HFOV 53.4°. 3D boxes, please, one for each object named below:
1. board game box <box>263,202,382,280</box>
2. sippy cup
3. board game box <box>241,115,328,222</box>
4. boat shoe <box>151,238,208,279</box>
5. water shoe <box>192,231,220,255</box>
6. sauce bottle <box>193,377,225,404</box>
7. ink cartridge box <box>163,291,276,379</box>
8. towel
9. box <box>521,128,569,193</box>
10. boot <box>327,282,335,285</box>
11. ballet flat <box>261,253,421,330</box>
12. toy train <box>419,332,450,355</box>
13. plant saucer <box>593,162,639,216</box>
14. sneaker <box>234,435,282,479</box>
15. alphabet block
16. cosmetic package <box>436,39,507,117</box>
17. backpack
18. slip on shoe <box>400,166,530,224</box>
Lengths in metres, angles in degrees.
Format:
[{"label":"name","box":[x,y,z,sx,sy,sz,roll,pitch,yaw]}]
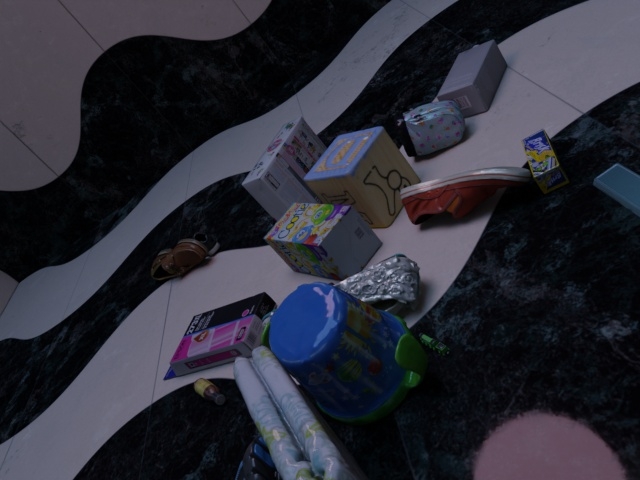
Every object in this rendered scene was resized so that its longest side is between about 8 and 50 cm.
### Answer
[{"label":"board game box","box":[0.000,0.000,1.668,0.142,0.144,0.275,-51,28,-19]},{"label":"sippy cup","box":[0.029,0.195,1.185,0.306,0.224,0.240,-32,43,18]},{"label":"board game box","box":[-0.081,-0.207,2.005,0.098,0.224,0.303,-16,35,44]},{"label":"boat shoe","box":[-0.501,0.081,2.254,0.307,0.111,0.104,-23,34,50]},{"label":"water shoe","box":[-0.424,-0.003,2.293,0.073,0.080,0.203,-48,28,-17]},{"label":"sauce bottle","box":[-0.271,0.372,1.561,0.042,0.042,0.128,-49,26,-17]},{"label":"ink cartridge box","box":[-0.294,0.265,1.740,0.371,0.069,0.175,-23,31,35]},{"label":"towel","box":[0.010,0.346,0.927,0.090,0.320,0.374,-37,26,-8]},{"label":"box","box":[0.491,-0.176,1.400,0.059,0.054,0.168,-28,29,24]},{"label":"boot","box":[0.047,0.118,1.551,0.106,0.037,0.114,-41,22,-7]},{"label":"ballet flat","box":[0.039,0.163,1.397,0.409,0.147,0.147,-28,29,24]},{"label":"toy train","box":[0.216,0.197,1.217,0.017,0.023,0.083,-46,27,-11]},{"label":"plant saucer","box":[0.586,-0.095,1.194,0.067,0.018,0.192,-36,26,9]},{"label":"sneaker","box":[-0.089,0.506,1.076,0.139,0.125,0.340,-60,21,26]},{"label":"alphabet block","box":[0.113,-0.164,1.715,0.193,0.197,0.192,1,47,53]},{"label":"cosmetic package","box":[0.445,-0.469,1.862,0.127,0.107,0.238,-10,36,45]},{"label":"backpack","box":[0.310,-0.312,1.769,0.182,0.152,0.115,-17,38,17]},{"label":"slip on shoe","box":[0.328,-0.104,1.456,0.331,0.101,0.123,-13,-3,44]}]
